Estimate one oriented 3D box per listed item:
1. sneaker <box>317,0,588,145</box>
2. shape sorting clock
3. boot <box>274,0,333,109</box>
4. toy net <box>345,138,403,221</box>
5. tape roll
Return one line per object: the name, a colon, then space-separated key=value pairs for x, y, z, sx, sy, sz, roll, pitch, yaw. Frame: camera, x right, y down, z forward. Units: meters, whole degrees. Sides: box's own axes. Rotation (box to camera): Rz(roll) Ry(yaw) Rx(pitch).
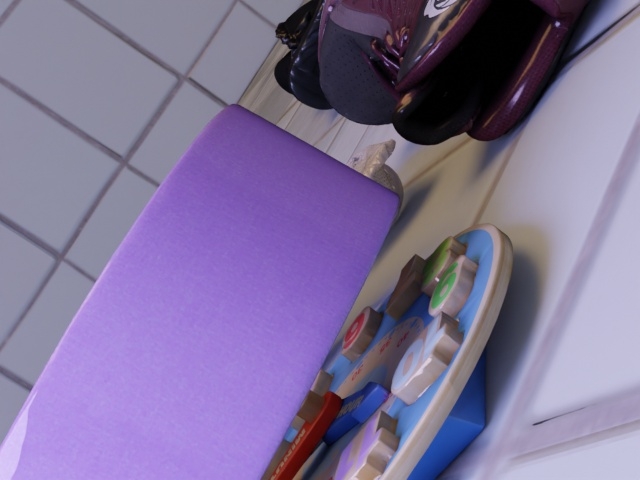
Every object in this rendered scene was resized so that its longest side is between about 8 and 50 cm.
sneaker: x=0.055 y=-0.104 z=0.717 sx=0.281 sy=0.106 sz=0.162 roll=-39 pitch=22 yaw=56
shape sorting clock: x=0.009 y=0.076 z=0.521 sx=0.206 sy=0.040 sz=0.206 roll=-53 pitch=10 yaw=14
boot: x=0.031 y=-0.254 z=1.332 sx=0.246 sy=0.094 sz=0.207 roll=-60 pitch=13 yaw=9
toy net: x=0.000 y=0.000 z=0.816 sx=0.232 sy=0.045 sz=0.122 roll=-42 pitch=15 yaw=47
tape roll: x=-0.068 y=0.077 z=0.580 sx=0.274 sy=0.090 sz=0.275 roll=-61 pitch=1 yaw=2
